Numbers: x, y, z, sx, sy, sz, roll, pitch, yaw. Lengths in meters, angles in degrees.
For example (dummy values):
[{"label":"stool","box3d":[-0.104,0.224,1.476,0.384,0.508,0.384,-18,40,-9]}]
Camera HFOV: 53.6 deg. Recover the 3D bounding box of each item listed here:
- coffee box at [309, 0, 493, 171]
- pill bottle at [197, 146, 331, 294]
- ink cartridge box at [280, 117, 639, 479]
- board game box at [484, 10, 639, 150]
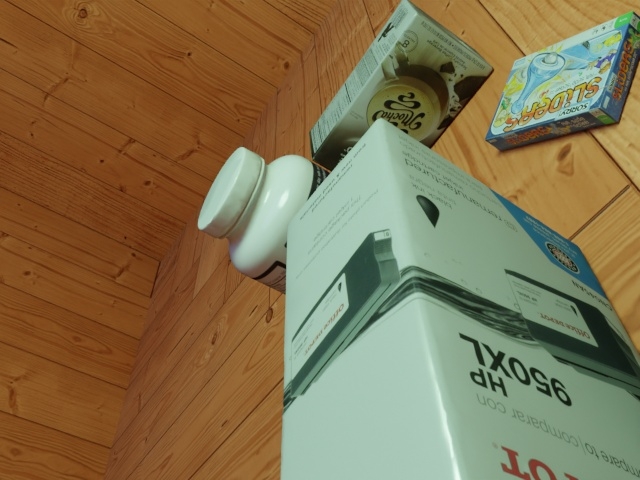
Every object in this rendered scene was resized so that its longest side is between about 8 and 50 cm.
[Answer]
[{"label":"coffee box","box3d":[0.129,-0.238,1.107,0.297,0.168,0.119,-53,23,25]},{"label":"pill bottle","box3d":[0.000,0.000,0.894,0.181,0.322,0.182,-48,25,31]},{"label":"ink cartridge box","box3d":[0.128,0.116,0.514,0.166,0.285,0.395,-49,25,29]},{"label":"board game box","box3d":[0.311,-0.198,0.821,0.201,0.035,0.136,-7,58,65]}]
